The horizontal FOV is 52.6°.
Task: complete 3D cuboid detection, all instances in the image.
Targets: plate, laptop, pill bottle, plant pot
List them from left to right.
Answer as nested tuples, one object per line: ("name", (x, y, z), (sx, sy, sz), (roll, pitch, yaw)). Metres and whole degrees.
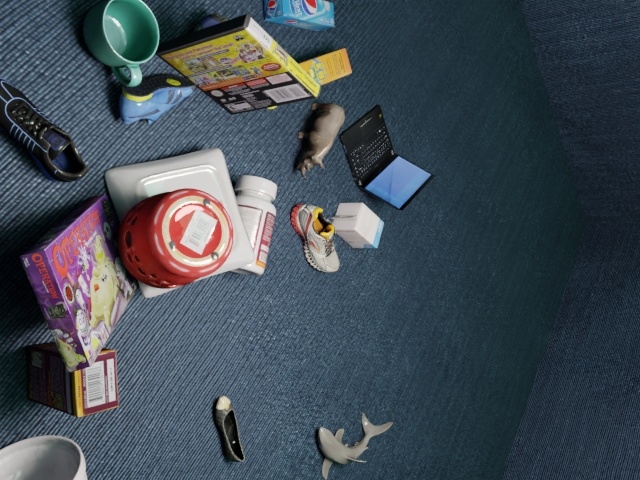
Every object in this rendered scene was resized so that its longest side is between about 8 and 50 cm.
("plant pot", (-0.276, -0.008, 1.251), (0.191, 0.174, 0.191), (7, 77, -31))
("plate", (-0.285, -0.049, 1.382), (0.278, 0.045, 0.277), (-18, 92, -35))
("pill bottle", (-0.173, -0.035, 1.545), (0.121, 0.121, 0.221), (24, 73, -48))
("laptop", (0.210, -0.257, 1.992), (0.234, 0.137, 0.264), (-44, 123, -41))

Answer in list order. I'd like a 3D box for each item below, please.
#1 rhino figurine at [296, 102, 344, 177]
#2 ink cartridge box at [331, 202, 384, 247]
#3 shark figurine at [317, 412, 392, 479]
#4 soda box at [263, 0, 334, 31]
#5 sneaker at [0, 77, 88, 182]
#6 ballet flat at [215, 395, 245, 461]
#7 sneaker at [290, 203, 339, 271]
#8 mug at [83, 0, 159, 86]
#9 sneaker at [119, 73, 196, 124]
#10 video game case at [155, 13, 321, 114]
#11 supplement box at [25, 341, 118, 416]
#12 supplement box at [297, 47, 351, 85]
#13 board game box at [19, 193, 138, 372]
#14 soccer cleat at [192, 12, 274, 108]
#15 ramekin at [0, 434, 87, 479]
("rhino figurine", (-0.005, -0.273, 1.753), (0.073, 0.106, 0.243), (42, 59, -42))
("ink cartridge box", (0.105, -0.048, 1.904), (0.143, 0.092, 0.090), (40, 61, -44))
("shark figurine", (0.104, 0.618, 1.909), (0.278, 0.116, 0.166), (5, 89, -49))
("soda box", (-0.054, -0.605, 1.713), (0.210, 0.071, 0.067), (-11, 100, -50))
("sneaker", (-0.508, -0.199, 1.159), (0.232, 0.090, 0.081), (56, 51, -36))
("ballet flat", (-0.214, 0.454, 1.565), (0.057, 0.049, 0.173), (-28, 112, -47))
("sneaker", (0.000, 0.000, 1.778), (0.088, 0.093, 0.225), (-53, 130, -35))
("mug", (-0.403, -0.396, 1.276), (0.129, 0.097, 0.157), (30, 69, -47))
("sneaker", (-0.350, -0.300, 1.382), (0.209, 0.069, 0.082), (-39, 153, -53))
("video game case", (-0.177, -0.371, 1.410), (0.248, 0.275, 0.035), (35, 63, -45))
("supplement box", (-0.449, 0.243, 1.165), (0.081, 0.188, 0.104), (-4, 93, -48))
("supplement box", (-0.015, -0.457, 1.761), (0.233, 0.080, 0.078), (-34, 114, -42))
("board game box", (-0.412, 0.059, 1.154), (0.347, 0.056, 0.208), (-99, 171, -71))
("soccer cleat", (-0.206, -0.406, 1.545), (0.121, 0.093, 0.289), (-45, 135, -3))
("ramekin", (-0.499, 0.446, 1.109), (0.207, 0.207, 0.109), (-35, 126, -44))
